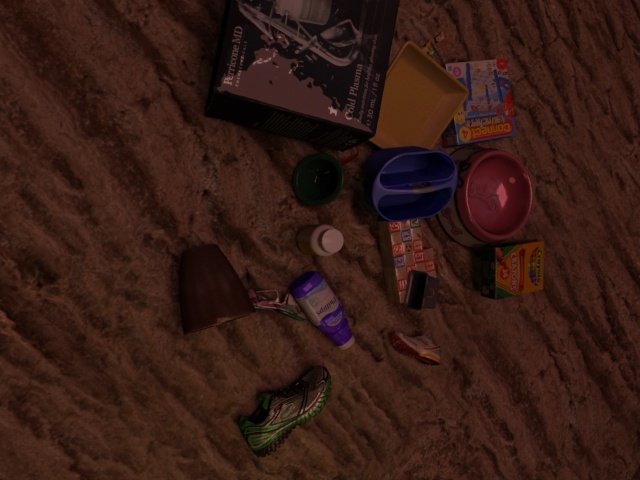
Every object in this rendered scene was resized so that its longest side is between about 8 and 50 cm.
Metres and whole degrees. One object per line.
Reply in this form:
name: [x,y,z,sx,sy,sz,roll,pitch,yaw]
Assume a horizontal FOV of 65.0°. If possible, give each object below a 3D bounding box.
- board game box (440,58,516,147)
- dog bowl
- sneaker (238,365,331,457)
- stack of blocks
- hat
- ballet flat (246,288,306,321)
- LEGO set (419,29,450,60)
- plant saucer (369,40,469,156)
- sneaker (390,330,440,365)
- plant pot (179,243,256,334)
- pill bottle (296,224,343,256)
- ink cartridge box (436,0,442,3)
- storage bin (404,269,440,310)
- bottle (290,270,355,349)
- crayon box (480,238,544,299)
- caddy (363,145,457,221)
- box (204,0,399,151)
board game box: [0.597,-0.530,1.940,0.308,0.086,0.301,-14,96,-24]
dog bowl: [0.641,-0.171,1.934,0.408,0.150,0.407,-1,92,-25]
sneaker: [-0.107,0.523,1.604,0.344,0.134,0.146,-40,106,-19]
stack of blocks: [0.315,0.061,1.818,0.171,0.087,0.297,-12,96,-24]
hat: [0.031,-0.205,1.716,0.209,0.183,0.172,-16,86,19]
ballet flat: [-0.139,0.202,1.621,0.222,0.077,0.079,17,76,-21]
LEGO set: [0.349,-0.615,1.799,0.287,0.132,0.107,-41,114,5]
plant saucer: [0.301,-0.464,1.740,0.333,0.081,0.332,25,107,-33]
sneaker: [0.350,0.383,1.855,0.225,0.088,0.092,29,58,-23]
plant pot: [-0.323,0.134,1.474,0.216,0.215,0.230,-14,83,-24]
pill bottle: [0.000,0.000,1.617,0.103,0.184,0.103,-1,92,-25]
ink cartridge box: [0.457,-0.962,1.866,0.052,0.088,0.122,-26,102,-22]
storage bin: [0.366,0.178,1.749,0.091,0.098,0.135,12,86,-36]
bottle: [0.016,0.240,1.678,0.118,0.092,0.282,-39,106,-23]
crayon box: [0.772,0.105,1.967,0.319,0.081,0.202,-8,99,-28]
caddy: [0.309,-0.196,1.724,0.342,0.179,0.241,-10,116,-22]
box: [-0.059,-0.567,1.499,0.472,0.297,0.479,11,87,-17]
